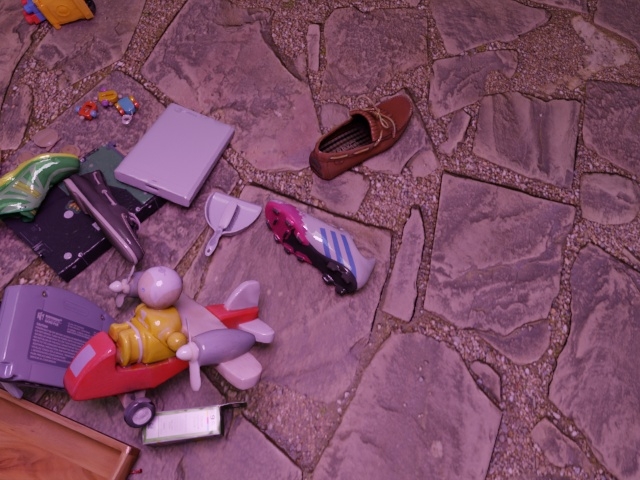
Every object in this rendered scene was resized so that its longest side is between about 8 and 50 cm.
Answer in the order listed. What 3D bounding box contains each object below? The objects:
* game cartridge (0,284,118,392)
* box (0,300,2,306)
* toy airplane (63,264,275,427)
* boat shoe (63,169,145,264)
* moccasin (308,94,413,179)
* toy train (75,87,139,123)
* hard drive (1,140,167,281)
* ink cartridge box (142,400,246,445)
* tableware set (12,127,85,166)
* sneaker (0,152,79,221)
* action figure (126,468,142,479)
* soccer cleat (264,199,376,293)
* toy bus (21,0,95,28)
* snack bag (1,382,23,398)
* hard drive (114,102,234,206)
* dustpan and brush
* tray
[{"bbox_3d":[-0.533,0.205,0.968,0.060,0.294,0.196,-6,64,13],"label":"game cartridge"},{"bbox_3d":[-0.741,0.135,1.012,0.270,0.216,0.060,36,64,10],"label":"box"},{"bbox_3d":[-0.285,0.166,0.987,0.386,0.272,0.384,-4,28,8],"label":"toy airplane"},{"bbox_3d":[-0.489,-0.072,1.105,0.095,0.112,0.335,-36,57,-27],"label":"boat shoe"},{"bbox_3d":[0.127,-0.326,1.377,0.380,0.147,0.139,-30,71,-19],"label":"moccasin"},{"bbox_3d":[-0.613,-0.379,1.373,0.166,0.046,0.125,13,65,3],"label":"toy train"},{"bbox_3d":[-0.599,-0.087,1.221,0.237,0.064,0.339,38,67,12],"label":"hard drive"},{"bbox_3d":[-0.260,0.392,1.004,0.209,0.109,0.062,-5,65,-10],"label":"ink cartridge box"},{"bbox_3d":[-0.750,-0.236,1.299,0.169,0.020,0.141,29,62,9],"label":"tableware set"},{"bbox_3d":[-0.714,-0.111,1.142,0.295,0.109,0.123,-39,97,-23],"label":"sneaker"},{"bbox_3d":[-0.435,0.494,0.980,0.115,0.030,0.038,-1,67,-5],"label":"action figure"},{"bbox_3d":[0.000,0.000,1.238,0.331,0.116,0.143,43,51,11],"label":"soccer cleat"},{"bbox_3d":[-0.859,-0.787,1.499,0.211,0.149,0.220,-27,67,-1],"label":"toy bus"},{"bbox_3d":[-0.736,0.154,0.908,0.343,0.323,0.037,23,46,23],"label":"snack bag"},{"bbox_3d":[-0.388,-0.243,1.292,0.203,0.040,0.307,22,52,-2],"label":"hard drive"},{"bbox_3d":[-0.254,-0.041,1.241,0.147,0.060,0.211,18,63,2],"label":"dustpan and brush"},{"bbox_3d":[-0.601,0.440,0.943,0.411,0.076,0.202,19,64,9],"label":"tray"}]
